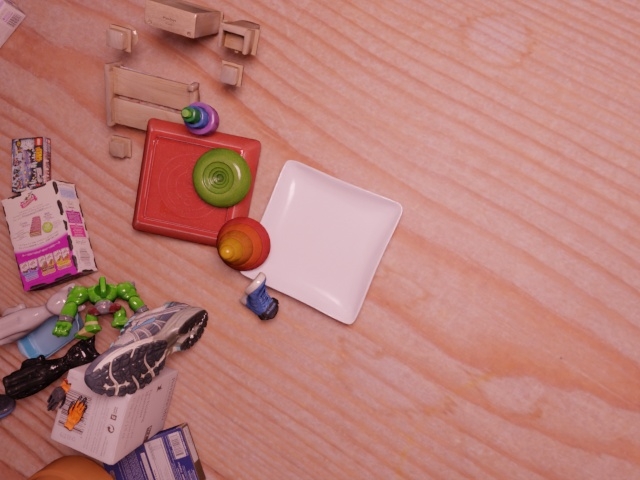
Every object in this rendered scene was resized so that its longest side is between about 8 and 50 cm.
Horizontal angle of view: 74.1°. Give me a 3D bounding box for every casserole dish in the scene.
[{"bbox_3d":[-0.660,0.217,1.042,0.188,0.037,0.114,-35,83,9],"label":"casserole dish"}]

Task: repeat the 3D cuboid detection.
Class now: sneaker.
[{"bbox_3d":[-0.858,0.448,1.067,0.210,0.069,0.082,-15,119,1],"label":"sneaker"},{"bbox_3d":[-0.371,0.214,0.882,0.122,0.283,0.110,19,113,21],"label":"sneaker"},{"bbox_3d":[-0.119,0.123,0.897,0.085,0.152,0.058,39,57,0],"label":"sneaker"}]

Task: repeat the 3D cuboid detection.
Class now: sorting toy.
[{"bbox_3d":[-0.208,-0.101,0.850,0.127,0.126,0.365,-15,97,8],"label":"sorting toy"}]

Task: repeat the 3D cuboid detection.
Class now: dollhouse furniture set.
[{"bbox_3d":[-0.311,-0.350,0.992,0.304,0.173,0.355,15,121,-2],"label":"dollhouse furniture set"}]

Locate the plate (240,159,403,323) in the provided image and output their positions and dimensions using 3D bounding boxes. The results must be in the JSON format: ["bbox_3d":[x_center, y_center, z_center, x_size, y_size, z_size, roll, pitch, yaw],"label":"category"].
[{"bbox_3d":[0.000,0.000,0.921,0.278,0.045,0.277,24,93,11],"label":"plate"}]

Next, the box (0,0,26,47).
[{"bbox_3d":[-0.897,-0.491,1.089,0.324,0.067,0.063,-46,81,7],"label":"box"}]

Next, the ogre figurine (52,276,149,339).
[{"bbox_3d":[-0.490,0.151,0.966,0.197,0.096,0.118,-13,63,-12],"label":"ogre figurine"}]

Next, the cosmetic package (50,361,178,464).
[{"bbox_3d":[-0.437,0.351,0.922,0.152,0.184,0.151,16,92,12],"label":"cosmetic package"}]

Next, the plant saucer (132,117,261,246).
[{"bbox_3d":[-0.283,-0.121,0.938,0.259,0.048,0.258,12,97,0],"label":"plant saucer"}]

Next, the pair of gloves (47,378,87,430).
[{"bbox_3d":[-0.501,0.324,0.836,0.083,0.010,0.074,36,96,12],"label":"pair of gloves"}]

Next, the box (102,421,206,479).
[{"bbox_3d":[-0.390,0.524,0.984,0.226,0.036,0.136,-22,85,9],"label":"box"}]

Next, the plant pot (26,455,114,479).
[{"bbox_3d":[-0.600,0.660,0.918,0.291,0.203,0.290,1,92,17],"label":"plant pot"}]

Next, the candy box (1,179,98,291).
[{"bbox_3d":[-0.657,-0.011,1.029,0.159,0.071,0.233,-18,86,10],"label":"candy box"}]

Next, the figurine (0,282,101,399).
[{"bbox_3d":[-0.628,0.225,0.982,0.210,0.092,0.214,-23,84,1],"label":"figurine"}]

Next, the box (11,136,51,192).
[{"bbox_3d":[-0.730,-0.190,1.069,0.094,0.027,0.136,-3,88,9],"label":"box"}]
